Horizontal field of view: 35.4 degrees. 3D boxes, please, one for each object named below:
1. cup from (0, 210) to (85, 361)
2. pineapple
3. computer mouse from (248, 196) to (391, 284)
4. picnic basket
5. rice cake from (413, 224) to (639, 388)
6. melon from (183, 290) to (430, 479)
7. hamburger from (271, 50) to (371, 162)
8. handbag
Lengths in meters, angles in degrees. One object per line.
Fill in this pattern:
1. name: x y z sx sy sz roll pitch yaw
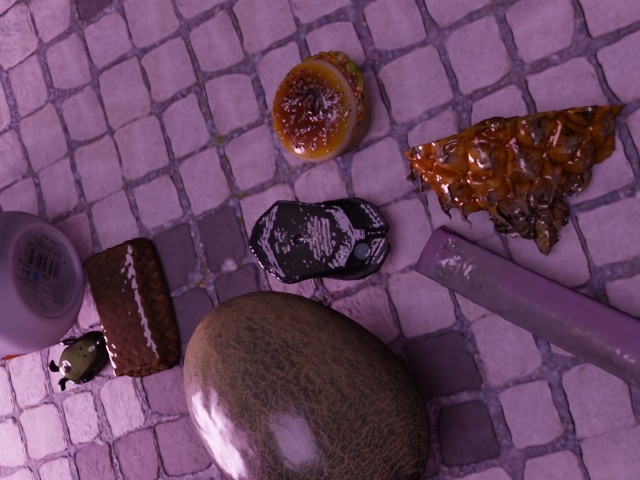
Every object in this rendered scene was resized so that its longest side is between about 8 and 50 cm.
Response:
1. cup: -0.509 0.080 1.452 0.318 0.212 0.212 -16 85 27
2. pineapple: 0.202 -0.059 1.102 0.250 0.140 0.164 -3 92 26
3. computer mouse: 0.000 0.000 1.254 0.192 0.062 0.105 -3 90 23
4. picnic basket: -0.266 0.097 1.408 0.110 0.055 0.193 -19 85 28
5. rice cake: 0.266 0.083 1.083 0.399 0.064 0.070 27 94 34
6. melon: -0.020 0.197 1.171 0.329 0.249 0.248 43 111 29
7. hamburger: 0.002 -0.164 1.233 0.141 0.081 0.126 -36 75 26
8. handbag: -0.342 0.167 1.455 0.111 0.047 0.072 -40 75 27
